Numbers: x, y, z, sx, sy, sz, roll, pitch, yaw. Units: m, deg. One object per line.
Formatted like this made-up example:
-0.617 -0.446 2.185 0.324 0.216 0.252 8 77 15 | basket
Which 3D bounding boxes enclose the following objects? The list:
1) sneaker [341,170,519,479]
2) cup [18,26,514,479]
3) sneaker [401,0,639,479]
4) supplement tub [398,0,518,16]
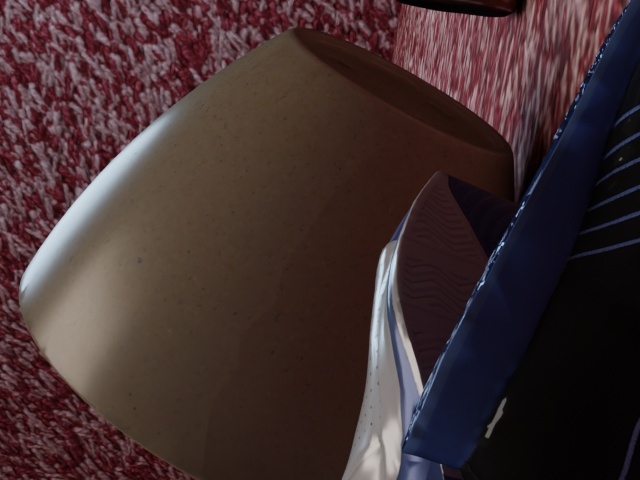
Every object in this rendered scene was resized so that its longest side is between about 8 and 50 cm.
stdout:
0.035 0.133 0.511 0.182 0.127 0.316 -50 24 40 | sneaker
0.000 0.000 0.897 0.237 0.331 0.331 -60 8 16 | cup
0.114 -0.011 0.424 0.232 0.090 0.081 -60 -6 -17 | sneaker
0.116 -0.278 1.033 0.106 0.106 0.198 -96 14 -84 | supplement tub
